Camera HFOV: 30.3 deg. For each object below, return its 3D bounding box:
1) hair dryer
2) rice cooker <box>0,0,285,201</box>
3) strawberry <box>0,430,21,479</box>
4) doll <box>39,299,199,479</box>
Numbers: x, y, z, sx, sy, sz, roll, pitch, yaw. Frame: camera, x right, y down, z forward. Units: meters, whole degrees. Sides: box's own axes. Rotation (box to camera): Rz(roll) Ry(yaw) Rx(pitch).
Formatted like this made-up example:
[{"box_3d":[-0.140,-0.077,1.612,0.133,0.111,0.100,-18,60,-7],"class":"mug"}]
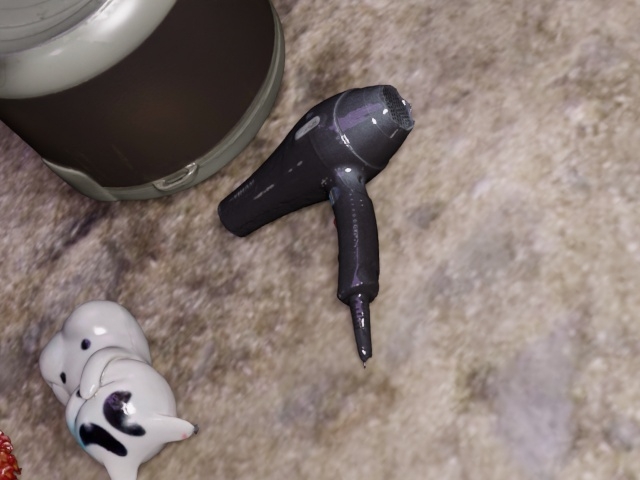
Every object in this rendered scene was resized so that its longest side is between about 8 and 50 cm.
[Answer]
[{"box_3d":[0.000,0.000,1.107,0.235,0.091,0.272,-33,48,30],"class":"hair dryer"},{"box_3d":[-0.219,-0.230,1.267,0.335,0.325,0.335,-10,63,20],"class":"rice cooker"},{"box_3d":[-0.393,0.240,1.250,0.208,0.087,0.167,8,65,41],"class":"strawberry"},{"box_3d":[-0.204,0.142,1.147,0.110,0.107,0.181,-48,41,13],"class":"doll"}]
